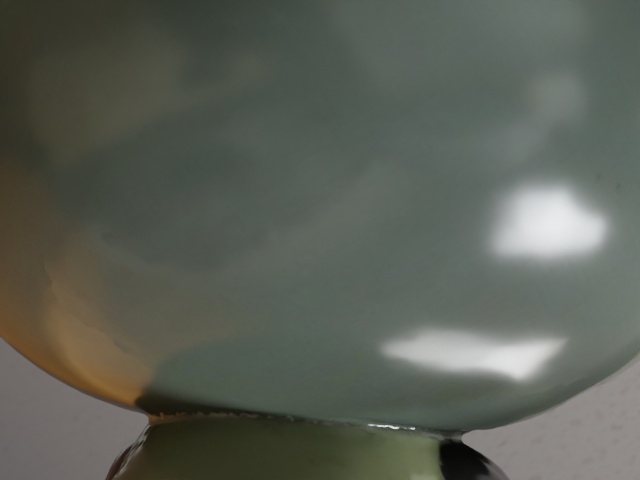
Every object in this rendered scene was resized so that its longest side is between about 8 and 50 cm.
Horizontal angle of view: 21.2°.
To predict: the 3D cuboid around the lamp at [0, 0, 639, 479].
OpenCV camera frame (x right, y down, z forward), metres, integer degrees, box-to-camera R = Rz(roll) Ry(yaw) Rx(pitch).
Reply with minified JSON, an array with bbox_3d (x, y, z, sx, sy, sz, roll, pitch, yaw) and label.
[{"bbox_3d":[0.000,0.000,0.396,0.198,0.198,0.243,-1,-95,41],"label":"lamp"}]
